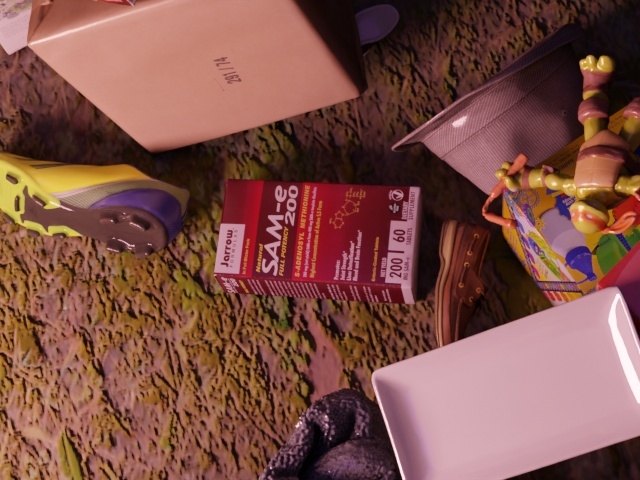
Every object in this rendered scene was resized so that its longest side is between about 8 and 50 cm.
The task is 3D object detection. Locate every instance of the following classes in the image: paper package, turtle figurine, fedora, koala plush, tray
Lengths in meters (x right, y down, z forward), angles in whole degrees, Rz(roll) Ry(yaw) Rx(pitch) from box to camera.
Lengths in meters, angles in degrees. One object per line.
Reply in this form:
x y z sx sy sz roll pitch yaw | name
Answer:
-0.143 -0.263 1.571 0.309 0.325 0.168 -15 66 14 | paper package
0.311 -0.088 1.388 0.269 0.087 0.217 -1 59 44 | turtle figurine
0.226 -0.136 1.552 0.124 0.243 0.275 54 45 -1 | fedora
0.068 0.283 1.436 0.221 0.196 0.203 23 65 20 | koala plush
0.195 0.157 1.330 0.270 0.030 0.145 -21 78 15 | tray

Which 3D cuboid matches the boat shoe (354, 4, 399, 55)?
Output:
0.047 -0.257 1.714 0.125 0.038 0.046 -39 79 -5 | boat shoe

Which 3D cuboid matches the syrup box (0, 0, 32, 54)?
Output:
-0.414 -0.347 1.706 0.093 0.237 0.096 -29 70 -3 | syrup box

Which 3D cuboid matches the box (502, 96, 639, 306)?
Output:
0.401 -0.003 1.496 0.290 0.177 0.279 -34 70 -5 | box

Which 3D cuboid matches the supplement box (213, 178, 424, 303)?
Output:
0.000 0.000 1.608 0.239 0.073 0.130 2 71 10 | supplement box

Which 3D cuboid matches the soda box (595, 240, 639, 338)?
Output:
0.400 -0.005 1.358 0.263 0.083 0.092 -44 71 -7 | soda box

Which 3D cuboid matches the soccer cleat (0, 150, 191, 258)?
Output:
-0.298 -0.059 1.679 0.289 0.093 0.121 17 43 18 | soccer cleat

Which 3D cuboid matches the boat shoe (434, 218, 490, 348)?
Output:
0.167 0.058 1.566 0.060 0.064 0.178 3 68 11 | boat shoe

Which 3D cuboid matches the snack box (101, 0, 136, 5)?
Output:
-0.268 -0.295 1.432 0.178 0.022 0.064 13 76 24 | snack box
